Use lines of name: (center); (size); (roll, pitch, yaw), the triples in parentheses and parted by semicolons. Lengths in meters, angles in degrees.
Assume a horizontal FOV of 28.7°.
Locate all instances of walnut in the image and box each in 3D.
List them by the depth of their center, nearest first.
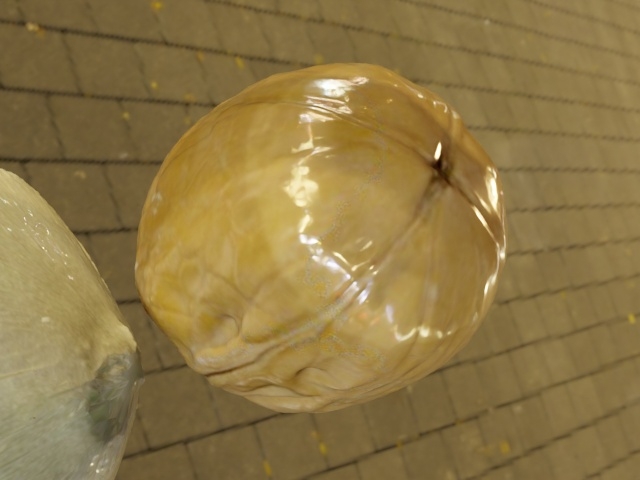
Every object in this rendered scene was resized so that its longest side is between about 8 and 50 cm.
walnut: (0.000, 0.000, 0.603); (0.165, 0.197, 0.165); (16, 57, -26)

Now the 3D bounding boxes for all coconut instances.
coconut: (-0.203, 0.083, 0.606); (0.245, 0.247, 0.245); (-1, 90, -74)
